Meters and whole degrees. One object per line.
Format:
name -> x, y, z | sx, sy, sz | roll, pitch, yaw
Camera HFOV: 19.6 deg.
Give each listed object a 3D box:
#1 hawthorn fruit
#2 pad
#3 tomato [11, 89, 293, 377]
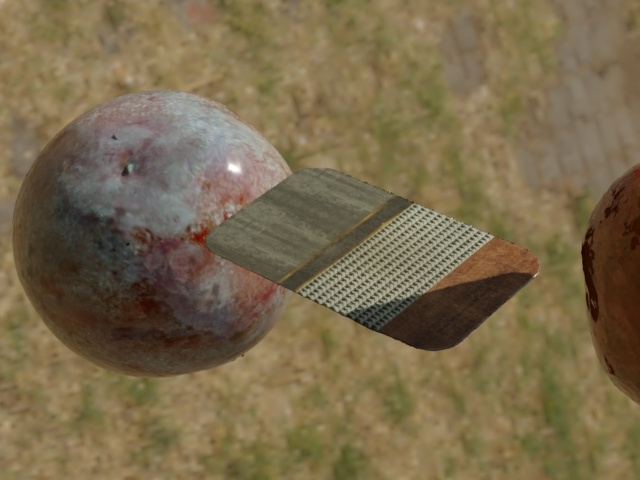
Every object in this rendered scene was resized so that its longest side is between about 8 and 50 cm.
hawthorn fruit -> 0.288, 0.028, 1.306 | 0.261, 0.224, 0.224 | -74, 144, -83
pad -> -0.005, 0.022, 1.447 | 0.323, 0.250, 0.055 | -16, 124, -54
tomato -> -0.172, -0.008, 1.998 | 0.282, 0.317, 0.316 | 79, 16, -58
